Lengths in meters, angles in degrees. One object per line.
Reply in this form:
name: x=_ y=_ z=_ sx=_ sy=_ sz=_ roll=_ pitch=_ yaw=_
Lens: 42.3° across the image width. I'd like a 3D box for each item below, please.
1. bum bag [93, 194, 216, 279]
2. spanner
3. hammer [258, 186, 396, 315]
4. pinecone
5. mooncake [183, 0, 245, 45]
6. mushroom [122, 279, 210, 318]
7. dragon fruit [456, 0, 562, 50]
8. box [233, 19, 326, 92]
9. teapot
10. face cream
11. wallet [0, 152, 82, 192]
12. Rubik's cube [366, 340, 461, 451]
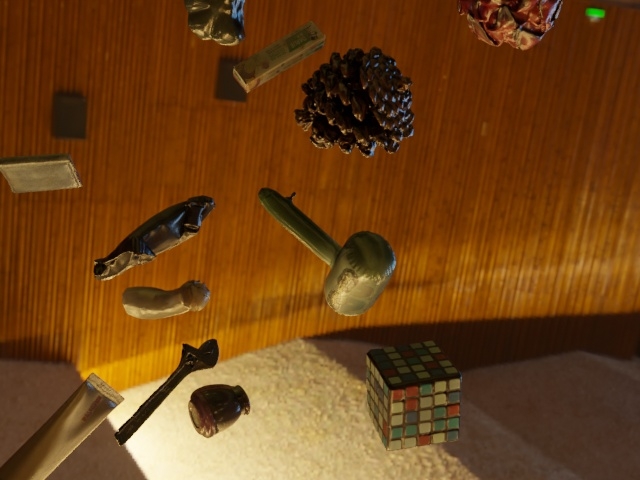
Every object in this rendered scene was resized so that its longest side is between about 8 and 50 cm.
bum bag: x=-0.325 y=-0.010 z=1.695 sx=0.326 sy=0.079 sz=0.142 roll=-40 pitch=-177 yaw=-41
spanner: x=-0.340 y=0.331 z=1.844 sx=0.325 sy=0.093 sz=0.026 roll=-48 pitch=-163 yaw=-33
hammer: x=0.000 y=0.000 z=1.726 sx=0.335 sy=0.206 sz=0.119 roll=42 pitch=-126 yaw=10
pinecone: x=0.078 y=-0.292 z=1.742 sx=0.243 sy=0.243 sz=0.257 roll=-4 pitch=-169 yaw=-40
mooncake: x=-0.209 y=-0.505 z=1.775 sx=0.168 sy=0.175 sz=0.104 roll=-20 pitch=-162 yaw=9
mushroom: x=-0.357 y=0.138 z=1.921 sx=0.223 sy=0.092 sz=0.081 roll=-4 pitch=-144 yaw=26
dragon fruit: x=0.394 y=-0.480 z=1.658 sx=0.234 sy=0.233 sz=0.293 roll=22 pitch=170 yaw=45
box: x=-0.083 y=-0.376 z=1.688 sx=0.207 sy=0.050 sz=0.041 roll=-35 pitch=168 yaw=-18
teapot: x=-0.251 y=0.416 z=2.056 sx=0.146 sy=0.116 sz=0.148 roll=-16 pitch=179 yaw=-28
face cream: x=-0.582 y=0.440 z=1.791 sx=0.084 sy=0.341 sz=0.137 roll=33 pitch=163 yaw=39
wallet: x=-0.653 y=-0.158 z=1.933 sx=0.167 sy=0.036 sz=0.222 roll=-5 pitch=168 yaw=-10
Rubik's cube: x=0.218 y=0.365 z=1.966 sx=0.182 sy=0.187 sz=0.184 roll=-6 pitch=-156 yaw=-11
